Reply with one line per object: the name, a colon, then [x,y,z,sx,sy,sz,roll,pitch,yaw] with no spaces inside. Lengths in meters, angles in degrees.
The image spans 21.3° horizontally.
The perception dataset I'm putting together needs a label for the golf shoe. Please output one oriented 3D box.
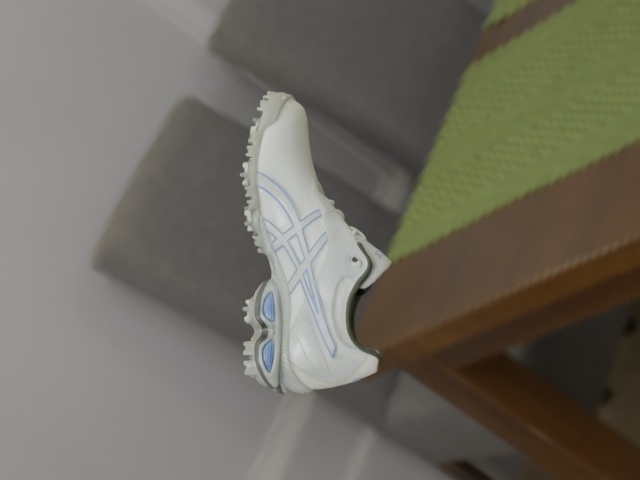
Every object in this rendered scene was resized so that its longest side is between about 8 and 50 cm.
golf shoe: [0.000,0.000,0.986,0.069,0.086,0.176,8,-101,-76]
